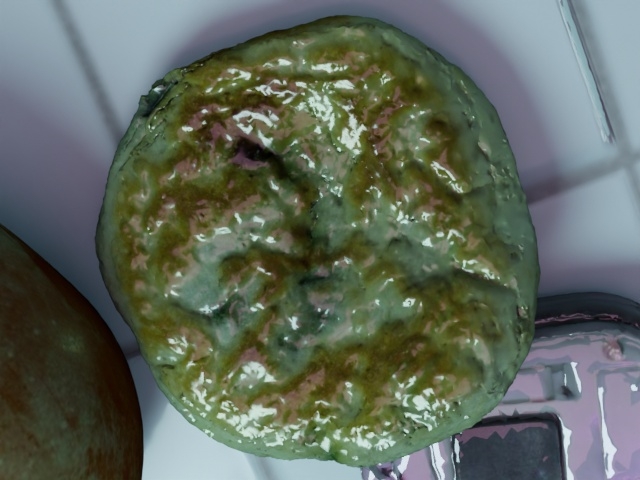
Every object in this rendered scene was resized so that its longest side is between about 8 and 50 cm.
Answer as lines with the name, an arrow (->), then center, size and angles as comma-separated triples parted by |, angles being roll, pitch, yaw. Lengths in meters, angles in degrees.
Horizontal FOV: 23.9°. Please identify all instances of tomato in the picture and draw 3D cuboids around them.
tomato -> -0.226, 0.113, 0.750 | 0.270, 0.222, 0.270 | 1, 108, 3

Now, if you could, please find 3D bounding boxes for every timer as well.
timer -> 0.120, 0.137, 0.830 | 0.191, 0.069, 0.208 | -9, 104, 6

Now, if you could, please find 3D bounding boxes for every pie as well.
pie -> 0.000, 0.000, 0.776 | 0.240, 0.054, 0.240 | 0, 89, 7
